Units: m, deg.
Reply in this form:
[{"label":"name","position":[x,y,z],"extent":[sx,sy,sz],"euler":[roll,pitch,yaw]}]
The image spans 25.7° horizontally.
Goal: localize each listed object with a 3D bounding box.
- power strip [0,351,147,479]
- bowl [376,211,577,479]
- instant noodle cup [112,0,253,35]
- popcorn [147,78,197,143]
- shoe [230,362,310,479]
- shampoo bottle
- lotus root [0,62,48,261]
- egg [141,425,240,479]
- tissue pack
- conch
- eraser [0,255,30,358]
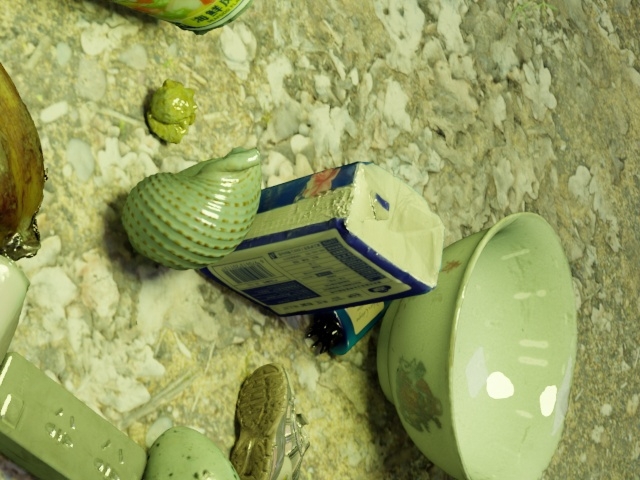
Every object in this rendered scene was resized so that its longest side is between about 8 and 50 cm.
[{"label":"power strip","position":[-0.314,0.209,1.576],"extent":[0.288,0.053,0.093],"euler":[44,48,-34]},{"label":"bowl","position":[0.210,0.169,2.080],"extent":[0.435,0.196,0.435],"euler":[-7,98,-57]},{"label":"instant noodle cup","position":[-0.223,-0.402,1.729],"extent":[0.312,0.284,0.284],"euler":[23,61,-53]},{"label":"popcorn","position":[-0.195,-0.169,1.832],"extent":[0.068,0.059,0.083],"euler":[-26,126,-79]},{"label":"shoe","position":[-0.055,0.255,1.847],"extent":[0.092,0.089,0.180],"euler":[28,61,-42]},{"label":"shampoo bottle","position":[0.043,0.103,2.041],"extent":[0.183,0.050,0.087],"euler":[-40,115,-48]},{"label":"lotus root","position":[-0.417,-0.145,1.455],"extent":[0.196,0.179,0.397],"euler":[-46,114,-44]},{"label":"egg","position":[-0.154,0.303,1.681],"extent":[0.131,0.131,0.164],"euler":[14,62,-48]},{"label":"tissue pack","position":[0.000,0.000,1.846],"extent":[0.209,0.269,0.137],"euler":[30,58,-41]},{"label":"conch","position":[-0.147,-0.034,1.751],"extent":[0.172,0.200,0.131],"euler":[-22,96,-73]},{"label":"eraser","position":[-0.403,0.082,1.297],"extent":[0.331,0.331,0.150],"euler":[45,54,-33]}]
